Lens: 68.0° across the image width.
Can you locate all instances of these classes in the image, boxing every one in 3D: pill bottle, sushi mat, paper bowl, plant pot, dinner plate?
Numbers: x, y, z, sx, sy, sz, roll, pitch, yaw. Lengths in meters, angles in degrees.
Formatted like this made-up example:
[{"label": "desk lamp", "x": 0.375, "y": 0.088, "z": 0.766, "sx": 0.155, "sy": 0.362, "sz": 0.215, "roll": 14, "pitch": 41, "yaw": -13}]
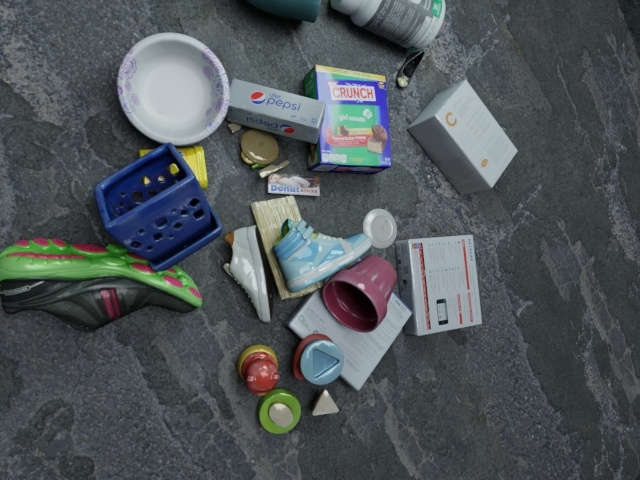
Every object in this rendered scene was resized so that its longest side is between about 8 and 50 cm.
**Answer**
[{"label": "pill bottle", "x": 0.230, "y": -0.813, "z": 1.634, "sx": 0.361, "sy": 0.204, "sz": 0.204, "roll": 13, "pitch": 80, "yaw": -25}, {"label": "sushi mat", "x": -0.100, "y": 0.018, "z": 1.462, "sx": 0.151, "sy": 0.019, "sz": 0.317, "roll": -15, "pitch": 80, "yaw": -28}, {"label": "paper bowl", "x": -0.396, "y": -0.401, "z": 1.292, "sx": 0.284, "sy": 0.148, "sz": 0.284, "roll": -3, "pitch": 102, "yaw": -17}, {"label": "plant pot", "x": -0.123, "y": -0.823, "z": 1.426, "sx": 0.235, "sy": 0.293, "sz": 0.293, "roll": 1, "pitch": 85, "yaw": -9}, {"label": "plant pot", "x": 0.136, "y": 0.147, "z": 1.443, "sx": 0.180, "sy": 0.201, "sz": 0.201, "roll": -43, "pitch": 105, "yaw": -39}, {"label": "plant pot", "x": -0.398, "y": -0.075, "z": 1.204, "sx": 0.236, "sy": 0.236, "sz": 0.212, "roll": -34, "pitch": 133, "yaw": -7}, {"label": "dinner plate", "x": 0.212, "y": -0.042, "z": 1.659, "sx": 0.141, "sy": 0.017, "sz": 0.141, "roll": 3, "pitch": 83, "yaw": -28}]

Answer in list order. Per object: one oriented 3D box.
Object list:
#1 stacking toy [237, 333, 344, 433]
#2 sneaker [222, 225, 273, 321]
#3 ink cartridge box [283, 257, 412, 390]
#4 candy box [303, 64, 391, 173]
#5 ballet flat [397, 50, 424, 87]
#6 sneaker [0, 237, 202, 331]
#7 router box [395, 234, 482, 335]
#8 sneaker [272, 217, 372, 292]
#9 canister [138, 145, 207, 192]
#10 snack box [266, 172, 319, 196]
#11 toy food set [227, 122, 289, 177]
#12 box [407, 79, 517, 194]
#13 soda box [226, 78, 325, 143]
[{"label": "stacking toy", "x": -0.066, "y": 0.429, "z": 1.373, "sx": 0.308, "sy": 0.130, "sz": 0.280, "roll": -12, "pitch": 97, "yaw": -14}, {"label": "sneaker", "x": -0.215, "y": 0.106, "z": 1.404, "sx": 0.123, "sy": 0.106, "sz": 0.290, "roll": -11, "pitch": 97, "yaw": 4}, {"label": "ink cartridge box", "x": 0.098, "y": 0.254, "z": 1.544, "sx": 0.324, "sy": 0.071, "sz": 0.330, "roll": 46, "pitch": 66, "yaw": -13}, {"label": "candy box", "x": 0.089, "y": -0.391, "z": 1.571, "sx": 0.268, "sy": 0.122, "sz": 0.317, "roll": -2, "pitch": 85, "yaw": -25}, {"label": "ballet flat", "x": 0.331, "y": -0.638, "z": 1.755, "sx": 0.057, "sy": 0.049, "sz": 0.173, "roll": 34, "pitch": 71, "yaw": -19}, {"label": "sneaker", "x": -0.543, "y": 0.125, "z": 1.205, "sx": 0.482, "sy": 0.185, "sz": 0.202, "roll": 12, "pitch": 111, "yaw": -29}, {"label": "router box", "x": 0.428, "y": 0.155, "z": 1.711, "sx": 0.301, "sy": 0.082, "sz": 0.336, "roll": -3, "pitch": 87, "yaw": -27}, {"label": "sneaker", "x": 0.000, "y": 0.000, "z": 1.432, "sx": 0.319, "sy": 0.127, "sz": 0.208, "roll": -28, "pitch": 88, "yaw": -31}, {"label": "canister", "x": -0.413, "y": -0.197, "z": 1.329, "sx": 0.169, "sy": 0.073, "sz": 0.126, "roll": -8, "pitch": 90, "yaw": -25}, {"label": "snack box", "x": -0.087, "y": -0.177, "z": 1.518, "sx": 0.178, "sy": 0.022, "sz": 0.064, "roll": 1, "pitch": 85, "yaw": -27}, {"label": "toy food set", "x": -0.194, "y": -0.288, "z": 1.472, "sx": 0.132, "sy": 0.038, "sz": 0.192, "roll": -31, "pitch": 88, "yaw": -31}, {"label": "box", "x": 0.529, "y": -0.374, "z": 1.764, "sx": 0.345, "sy": 0.168, "sz": 0.215, "roll": 47, "pitch": 68, "yaw": -16}, {"label": "soda box", "x": -0.134, "y": -0.382, "z": 1.409, "sx": 0.286, "sy": 0.091, "sz": 0.098, "roll": 14, "pitch": 70, "yaw": 1}]
